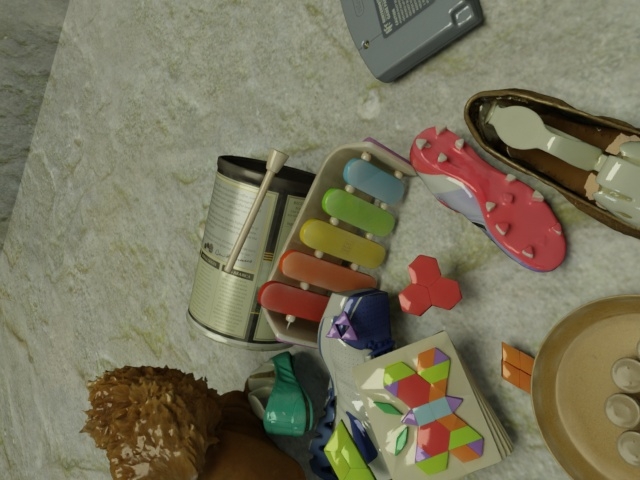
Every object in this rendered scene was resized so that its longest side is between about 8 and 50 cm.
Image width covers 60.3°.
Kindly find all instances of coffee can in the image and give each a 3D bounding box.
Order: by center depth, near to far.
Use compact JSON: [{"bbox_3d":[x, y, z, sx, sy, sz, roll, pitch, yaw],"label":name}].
[{"bbox_3d":[-0.099,0.016,0.920,0.201,0.201,0.275,26,107,43],"label":"coffee can"}]

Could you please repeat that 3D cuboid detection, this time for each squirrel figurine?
[{"bbox_3d":[-0.178,0.328,0.881,0.281,0.397,0.370,-35,17,3],"label":"squirrel figurine"}]

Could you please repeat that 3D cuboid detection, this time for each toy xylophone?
[{"bbox_3d":[0.000,0.000,0.800,0.081,0.236,0.322,31,105,51],"label":"toy xylophone"}]

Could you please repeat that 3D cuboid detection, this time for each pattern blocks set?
[{"bbox_3d":[0.135,0.212,0.689,0.285,0.026,0.325,-38,77,3],"label":"pattern blocks set"}]

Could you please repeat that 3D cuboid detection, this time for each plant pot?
[{"bbox_3d":[0.344,0.175,0.584,0.236,0.032,0.236,-2,88,45],"label":"plant pot"}]

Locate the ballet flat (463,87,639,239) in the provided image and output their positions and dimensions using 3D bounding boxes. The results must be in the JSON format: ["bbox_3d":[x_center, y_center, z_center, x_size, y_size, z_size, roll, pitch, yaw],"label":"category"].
[{"bbox_3d":[0.288,-0.088,0.587,0.342,0.124,0.116,41,117,38],"label":"ballet flat"}]

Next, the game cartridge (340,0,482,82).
[{"bbox_3d":[0.115,-0.402,0.830,0.198,0.062,0.297,-26,70,46],"label":"game cartridge"}]

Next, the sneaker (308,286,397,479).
[{"bbox_3d":[0.093,0.231,0.785,0.182,0.127,0.315,15,106,41],"label":"sneaker"}]

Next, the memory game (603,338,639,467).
[{"bbox_3d":[0.369,0.172,0.527,0.186,0.012,0.186,-2,87,45],"label":"memory game"}]

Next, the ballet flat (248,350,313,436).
[{"bbox_3d":[-0.073,0.235,0.884,0.247,0.087,0.083,-145,60,-78],"label":"ballet flat"}]

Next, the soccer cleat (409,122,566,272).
[{"bbox_3d":[0.210,-0.051,0.711,0.083,0.095,0.248,-38,67,-10],"label":"soccer cleat"}]
